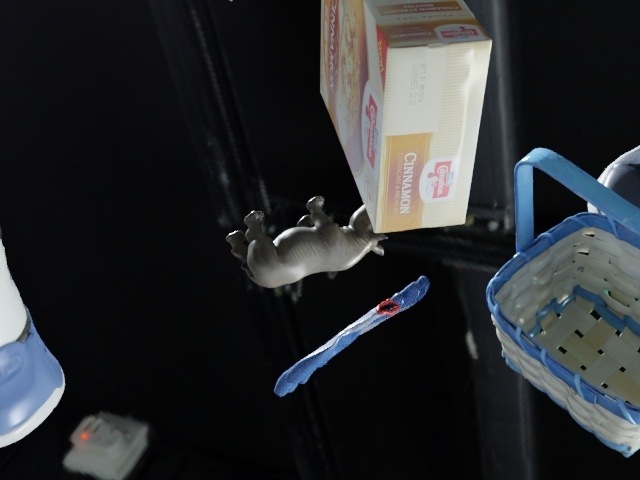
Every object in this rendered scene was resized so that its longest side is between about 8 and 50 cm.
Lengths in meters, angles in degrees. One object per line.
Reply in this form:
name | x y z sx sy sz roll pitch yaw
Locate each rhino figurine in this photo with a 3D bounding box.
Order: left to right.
rhino figurine | 0.000 0.000 1.324 0.073 0.243 0.106 96 -24 -55

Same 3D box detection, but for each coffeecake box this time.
coffeecake box | 0.050 -0.119 0.671 0.068 0.185 0.142 -7 -50 -10

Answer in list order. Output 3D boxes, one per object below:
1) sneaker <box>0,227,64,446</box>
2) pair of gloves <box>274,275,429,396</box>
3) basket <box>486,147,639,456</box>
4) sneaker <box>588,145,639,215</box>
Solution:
sneaker | -0.283 -0.020 0.589 0.315 0.127 0.182 24 -53 30
pair of gloves | 0.037 0.097 0.991 0.159 0.198 0.023 -38 -97 25
basket | 0.294 0.061 0.970 0.255 0.201 0.289 41 -19 30
sneaker | 0.468 -0.095 1.133 0.126 0.321 0.127 62 -22 17
